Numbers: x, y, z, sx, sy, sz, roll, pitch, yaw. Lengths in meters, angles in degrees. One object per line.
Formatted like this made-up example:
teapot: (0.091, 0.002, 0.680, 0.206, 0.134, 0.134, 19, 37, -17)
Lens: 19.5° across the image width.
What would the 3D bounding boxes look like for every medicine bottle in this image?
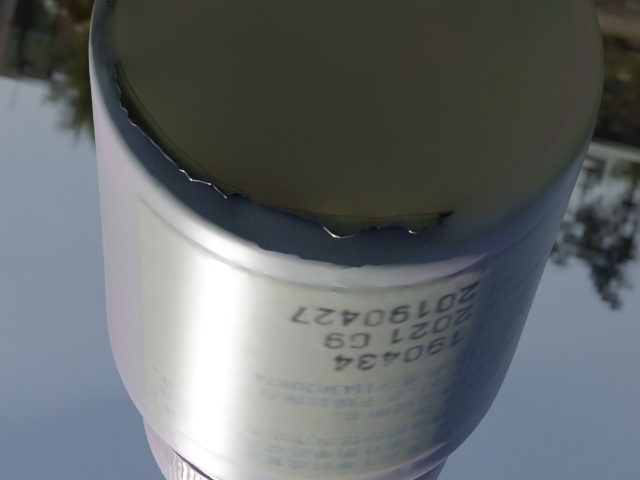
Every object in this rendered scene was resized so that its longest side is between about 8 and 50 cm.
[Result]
medicine bottle: (0.000, 0.000, 0.895, 0.214, 0.213, 0.378, 15, 151, 3)
